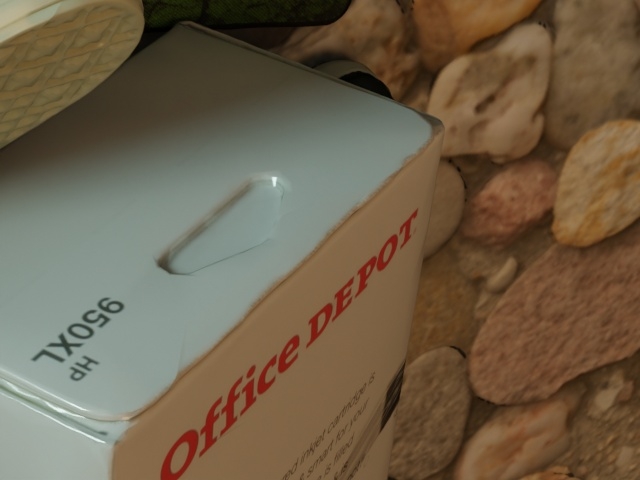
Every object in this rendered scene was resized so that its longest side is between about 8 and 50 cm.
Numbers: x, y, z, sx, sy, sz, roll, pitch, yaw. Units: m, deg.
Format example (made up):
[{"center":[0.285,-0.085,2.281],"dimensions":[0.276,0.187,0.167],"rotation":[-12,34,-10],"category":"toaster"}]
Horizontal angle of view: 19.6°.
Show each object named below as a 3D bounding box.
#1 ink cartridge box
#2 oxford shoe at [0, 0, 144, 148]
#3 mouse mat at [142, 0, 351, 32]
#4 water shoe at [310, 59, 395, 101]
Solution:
[{"center":[-0.091,0.131,0.938],"dimensions":[0.285,0.166,0.395],"rotation":[-44,150,-46],"category":"ink cartridge box"},{"center":[-0.289,-0.039,0.775],"dimensions":[0.449,0.130,0.169],"rotation":[-29,170,4],"category":"oxford shoe"},{"center":[-0.048,-0.171,0.921],"dimensions":[0.189,0.007,0.153],"rotation":[-8,128,-32],"category":"mouse mat"},{"center":[0.000,0.000,1.041],"dimensions":[0.073,0.080,0.203],"rotation":[-11,130,-29],"category":"water shoe"}]
